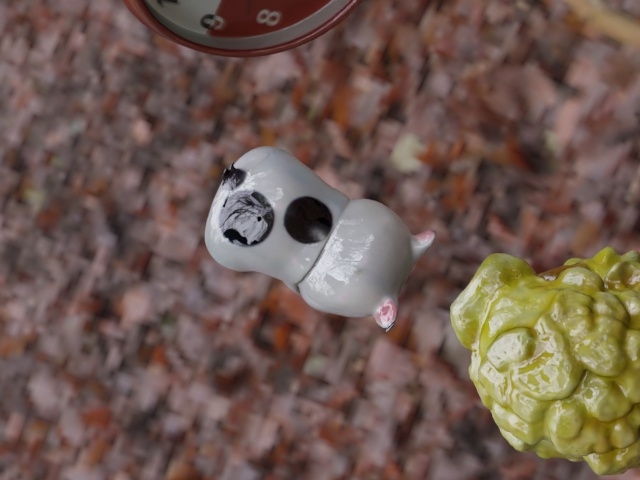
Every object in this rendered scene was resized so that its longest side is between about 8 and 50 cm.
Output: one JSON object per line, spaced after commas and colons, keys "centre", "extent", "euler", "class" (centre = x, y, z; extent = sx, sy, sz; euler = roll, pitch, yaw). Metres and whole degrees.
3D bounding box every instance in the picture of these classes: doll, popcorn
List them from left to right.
{"centre": [-0.006, -0.003, 1.584], "extent": [0.110, 0.180, 0.107], "euler": [-62, 2, -14], "class": "doll"}
{"centre": [0.241, 0.099, 1.725], "extent": [0.216, 0.235, 0.181], "euler": [37, 130, 28], "class": "popcorn"}

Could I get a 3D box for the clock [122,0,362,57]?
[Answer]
{"centre": [-0.069, -0.330, 1.972], "extent": [0.318, 0.318, 0.080], "euler": [-54, 37, 26], "class": "clock"}
